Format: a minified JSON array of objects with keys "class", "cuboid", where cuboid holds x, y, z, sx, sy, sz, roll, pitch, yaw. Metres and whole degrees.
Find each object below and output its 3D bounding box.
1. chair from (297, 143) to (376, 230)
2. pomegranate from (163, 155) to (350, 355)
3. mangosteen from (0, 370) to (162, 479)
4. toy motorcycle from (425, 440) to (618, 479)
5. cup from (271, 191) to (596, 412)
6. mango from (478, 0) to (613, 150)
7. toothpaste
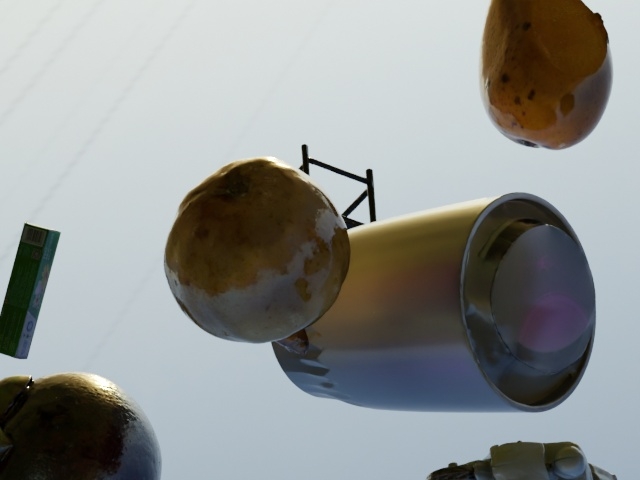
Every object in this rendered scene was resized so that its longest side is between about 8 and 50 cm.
[{"class":"chair","cuboid":[0.000,0.000,2.319,0.141,0.155,0.260,-47,-145,40]},{"class":"pomegranate","cuboid":[-0.069,0.012,1.608,0.207,0.207,0.207,-24,-151,14]},{"class":"mangosteen","cuboid":[-0.372,0.317,2.042,0.300,0.300,0.300,-24,-151,14]},{"class":"toy motorcycle","cuboid":[0.220,0.245,1.494,0.151,0.229,0.074,-32,-127,38]},{"class":"cup","cuboid":[0.130,0.090,1.782,0.372,0.253,0.253,-10,-146,45]},{"class":"mango","cuboid":[0.295,-0.247,1.990,0.160,0.191,0.290,2,-120,-17]},{"class":"toothpaste","cuboid":[-0.391,0.066,1.945,0.043,0.037,0.178,14,-92,20]}]
